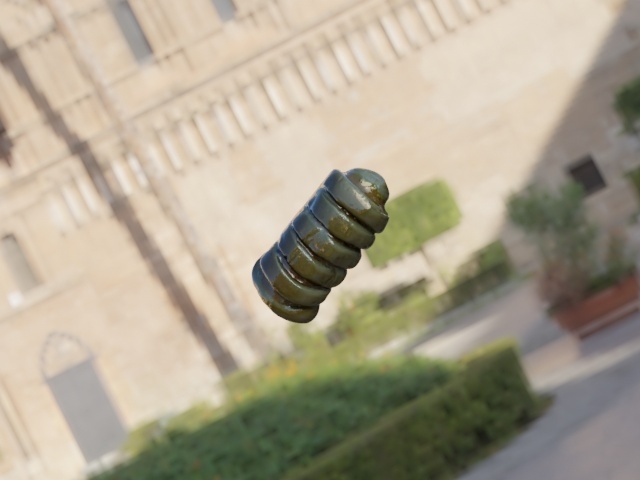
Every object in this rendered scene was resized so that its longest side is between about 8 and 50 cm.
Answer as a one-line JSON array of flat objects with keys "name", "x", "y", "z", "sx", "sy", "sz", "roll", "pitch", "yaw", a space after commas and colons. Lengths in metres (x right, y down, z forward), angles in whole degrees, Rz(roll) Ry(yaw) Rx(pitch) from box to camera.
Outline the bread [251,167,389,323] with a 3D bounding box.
[{"name": "bread", "x": 0.000, "y": 0.000, "z": 0.907, "sx": 0.034, "sy": 0.049, "sz": 0.088, "roll": 27, "pitch": -68, "yaw": -37}]
